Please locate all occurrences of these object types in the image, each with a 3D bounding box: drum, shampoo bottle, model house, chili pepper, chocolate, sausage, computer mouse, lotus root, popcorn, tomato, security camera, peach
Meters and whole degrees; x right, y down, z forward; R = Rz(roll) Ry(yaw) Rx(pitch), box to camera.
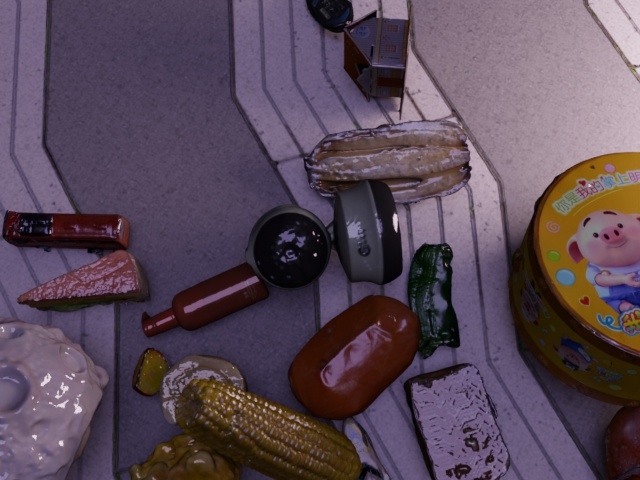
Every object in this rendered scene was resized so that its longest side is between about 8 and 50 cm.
[{"bbox_3d":[0.558,0.067,1.246,0.430,0.214,0.431,0,58,0],"label":"drum"},{"bbox_3d":[-0.221,0.119,1.342,0.244,0.085,0.085,-22,78,-5],"label":"shampoo bottle"},{"bbox_3d":[0.107,-0.363,1.398,0.135,0.219,0.208,6,76,6],"label":"model house"},{"bbox_3d":[0.217,0.115,1.363,0.098,0.061,0.225,-3,79,12],"label":"chili pepper"},{"bbox_3d":[0.246,0.341,1.293,0.148,0.093,0.214,-14,77,-3],"label":"chocolate"},{"bbox_3d":[0.066,0.209,1.288,0.268,0.153,0.141,-39,120,-9],"label":"sausage"},{"bbox_3d":[0.021,-0.489,1.510,0.079,0.047,0.135,-35,69,-3],"label":"computer mouse"},{"bbox_3d":[0.131,-0.151,1.415,0.329,0.078,0.167,-2,96,1],"label":"lotus root"},{"bbox_3d":[-0.226,0.445,1.189,0.191,0.254,0.190,-4,32,8],"label":"popcorn"},{"bbox_3d":[0.614,0.357,1.275,0.213,0.181,0.155,3,58,-8],"label":"tomato"},{"bbox_3d":[0.000,0.000,1.300,0.277,0.191,0.197,-9,101,-1],"label":"security camera"},{"bbox_3d":[-0.322,0.247,1.322,0.077,0.050,0.083,-26,87,-29],"label":"peach"}]

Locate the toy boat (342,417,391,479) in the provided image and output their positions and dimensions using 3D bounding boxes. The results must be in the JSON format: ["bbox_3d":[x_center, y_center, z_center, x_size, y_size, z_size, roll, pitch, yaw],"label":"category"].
[{"bbox_3d":[0.081,0.419,1.285,0.084,0.066,0.210,-19,77,-7],"label":"toy boat"}]

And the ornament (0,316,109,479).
[{"bbox_3d":[-0.536,0.291,1.164,0.336,0.337,0.337,0,77,-1],"label":"ornament"}]

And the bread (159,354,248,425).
[{"bbox_3d":[-0.207,0.273,1.273,0.148,0.141,0.134,-3,78,-3],"label":"bread"}]

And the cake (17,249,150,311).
[{"bbox_3d":[-0.440,0.080,1.330,0.225,0.109,0.090,-8,77,-4],"label":"cake"}]

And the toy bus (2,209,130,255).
[{"bbox_3d":[-0.489,-0.020,1.361,0.234,0.096,0.074,2,74,-2],"label":"toy bus"}]

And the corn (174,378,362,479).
[{"bbox_3d":[-0.078,0.329,1.177,0.363,0.120,0.120,34,76,-26],"label":"corn"}]
